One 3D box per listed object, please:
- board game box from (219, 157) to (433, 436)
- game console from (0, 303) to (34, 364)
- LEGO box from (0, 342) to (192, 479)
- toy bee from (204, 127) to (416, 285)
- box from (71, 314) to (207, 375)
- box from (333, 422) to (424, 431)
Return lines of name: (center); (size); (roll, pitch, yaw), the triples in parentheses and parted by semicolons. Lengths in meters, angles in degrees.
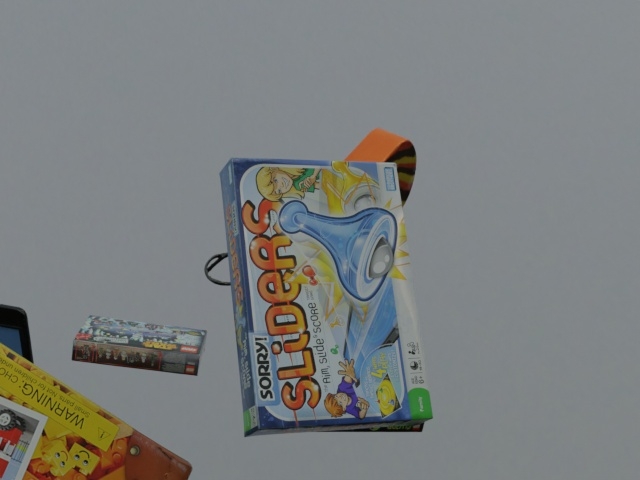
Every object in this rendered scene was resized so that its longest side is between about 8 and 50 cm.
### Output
board game box: (0.002, 0.039, 0.826); (0.136, 0.201, 0.035); (0, -18, -22)
game console: (-0.404, 0.140, 1.327); (0.107, 0.071, 0.122); (8, -65, 19)
LEGO box: (-0.411, 0.205, 0.824); (0.500, 0.372, 0.193); (36, -27, -16)
toy bee: (0.000, 0.000, 1.355); (0.298, 0.195, 0.162); (-25, -48, -9)
box: (-0.198, 0.115, 1.237); (0.137, 0.094, 0.027); (7, -78, -3)
box: (0.026, 0.217, 1.488); (0.207, 0.114, 0.036); (6, -78, -30)
